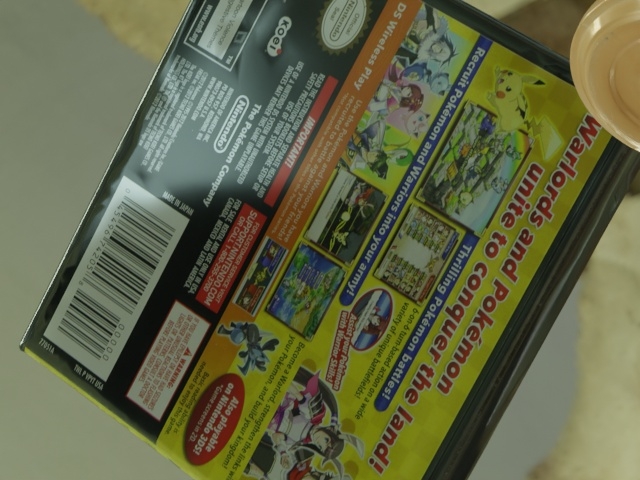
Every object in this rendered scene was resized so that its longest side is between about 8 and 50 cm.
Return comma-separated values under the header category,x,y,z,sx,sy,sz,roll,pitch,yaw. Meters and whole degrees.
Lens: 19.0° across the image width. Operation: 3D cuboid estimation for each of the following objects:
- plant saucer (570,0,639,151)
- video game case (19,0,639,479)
category,x,y,z,sx,sy,sz,roll,pitch,yaw
plant saucer,0.133,-0.060,0.711,0.083,0.083,0.013,48,-133,-20
video game case,0.000,0.000,0.948,0.248,0.275,0.035,33,-169,27
